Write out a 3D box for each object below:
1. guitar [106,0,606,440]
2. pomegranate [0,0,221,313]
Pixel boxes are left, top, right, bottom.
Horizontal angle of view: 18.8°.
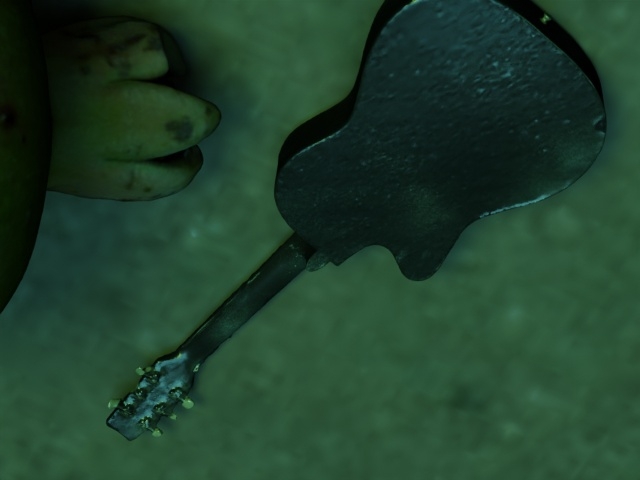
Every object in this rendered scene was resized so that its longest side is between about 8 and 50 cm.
[{"bbox_3d":[0.000,0.000,0.689,0.088,0.025,0.233,38,115,-18],"label":"guitar"},{"bbox_3d":[-0.144,-0.026,0.606,0.210,0.179,0.179,29,119,-26],"label":"pomegranate"}]
